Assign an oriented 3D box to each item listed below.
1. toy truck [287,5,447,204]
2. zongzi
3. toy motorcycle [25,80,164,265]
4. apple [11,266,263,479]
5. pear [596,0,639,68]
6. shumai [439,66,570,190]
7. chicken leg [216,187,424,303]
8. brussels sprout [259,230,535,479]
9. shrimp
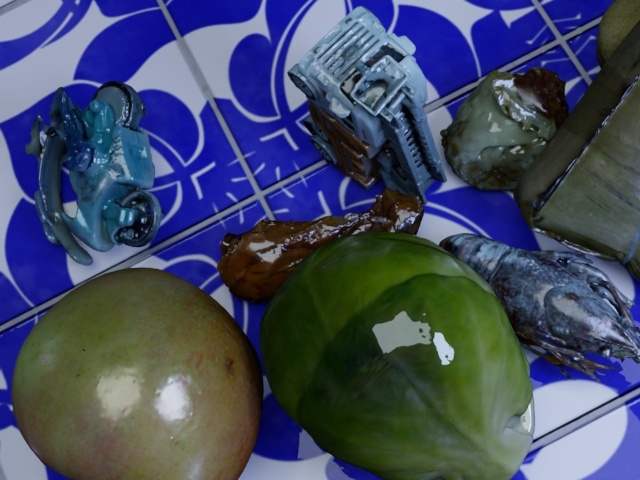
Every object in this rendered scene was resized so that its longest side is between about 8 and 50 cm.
[{"bbox_3d":[0.077,-0.167,1.459,0.133,0.338,0.184,-44,71,-8],"label":"toy truck"},{"bbox_3d":[0.495,-0.086,1.404,0.393,0.174,0.356,33,109,3],"label":"zongzi"},{"bbox_3d":[-0.325,-0.095,1.609,0.206,0.154,0.260,-21,71,26],"label":"toy motorcycle"},{"bbox_3d":[-0.220,0.186,1.401,0.319,0.319,0.277,28,77,17],"label":"apple"},{"bbox_3d":[0.455,-0.267,1.531,0.167,0.167,0.136,38,90,19],"label":"pear"},{"bbox_3d":[0.257,-0.161,1.536,0.184,0.142,0.184,-2,68,6],"label":"shumai"},{"bbox_3d":[0.000,0.000,1.531,0.304,0.093,0.113,-20,104,8],"label":"chicken leg"},{"bbox_3d":[0.103,0.152,1.374,0.354,0.281,0.289,43,99,-5],"label":"brussels sprout"},{"bbox_3d":[0.322,0.075,1.446,0.372,0.137,0.172,29,74,17],"label":"shrimp"}]
